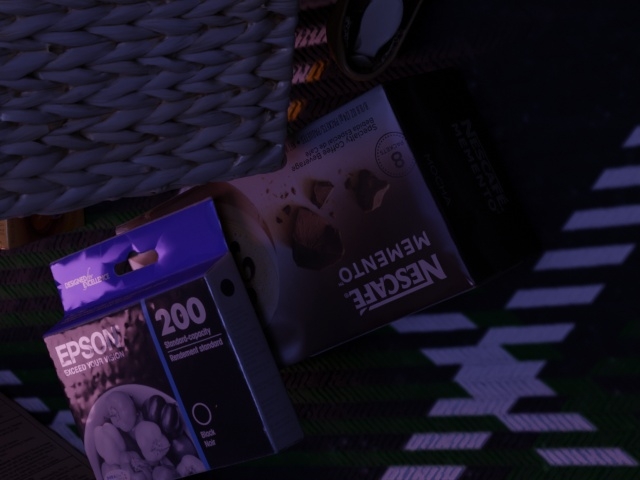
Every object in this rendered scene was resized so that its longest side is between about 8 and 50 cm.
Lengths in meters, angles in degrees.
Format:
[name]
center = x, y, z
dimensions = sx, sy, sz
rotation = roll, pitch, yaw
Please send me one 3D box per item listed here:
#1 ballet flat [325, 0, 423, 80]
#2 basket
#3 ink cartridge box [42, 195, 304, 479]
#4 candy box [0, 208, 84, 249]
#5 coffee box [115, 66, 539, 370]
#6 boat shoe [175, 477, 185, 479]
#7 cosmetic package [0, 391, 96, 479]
[ballet flat]
center = 0.069, -0.222, 1.079
dimensions = 0.080, 0.073, 0.232
rotation = 16, 118, -8
[basket]
center = -0.217, -0.200, 1.034
dimensions = 0.328, 0.331, 0.266
rotation = 47, 141, 48
[ink cartridge box]
center = -0.134, 0.092, 1.164
dimensions = 0.206, 0.045, 0.208
rotation = -21, 90, 37
[candy box]
center = -0.272, -0.095, 1.301
dimensions = 0.053, 0.109, 0.186
rotation = 7, 105, 29
[coffee box]
center = 0.000, 0.000, 1.153
dimensions = 0.297, 0.119, 0.168
rotation = -25, 88, 34
[boat shoe]
center = -0.138, 0.319, 1.333
dimensions = 0.092, 0.103, 0.285
rotation = 13, 112, 23
[cosmetic package]
center = -0.338, 0.247, 1.402
dimensions = 0.296, 0.153, 0.129
rotation = 34, 116, 21
